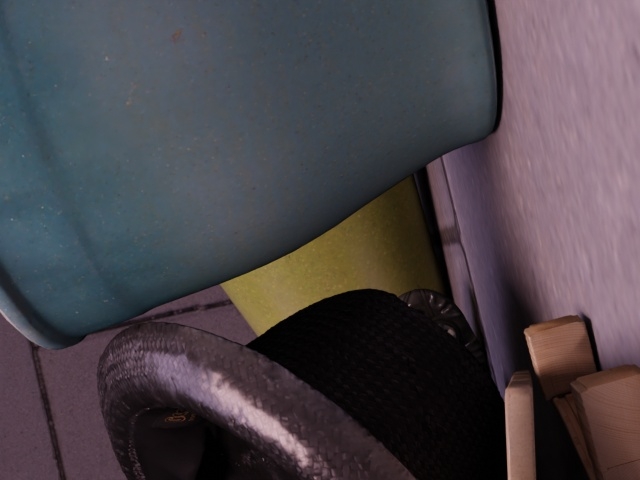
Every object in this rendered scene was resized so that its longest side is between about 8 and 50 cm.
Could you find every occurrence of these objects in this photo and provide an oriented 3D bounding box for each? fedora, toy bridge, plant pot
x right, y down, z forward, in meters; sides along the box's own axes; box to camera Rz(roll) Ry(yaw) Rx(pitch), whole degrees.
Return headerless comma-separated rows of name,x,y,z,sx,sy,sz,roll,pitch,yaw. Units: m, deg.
fedora,0.017,0.140,0.621,0.334,0.152,0.334,32,147,24
toy bridge,0.105,0.075,0.348,0.188,0.026,0.063,-95,-11,-83
plant pot,0.000,0.000,1.005,0.276,0.276,0.254,-100,-15,-72
plant pot,-0.052,-0.106,0.546,0.271,0.255,0.271,-15,-90,-90

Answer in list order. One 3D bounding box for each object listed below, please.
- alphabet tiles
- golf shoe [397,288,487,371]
alphabet tiles,0.087,0.199,0.426,0.342,0.011,0.285,27,-118,-78
golf shoe,0.097,0.143,0.906,0.120,0.105,0.272,-88,-13,-58
